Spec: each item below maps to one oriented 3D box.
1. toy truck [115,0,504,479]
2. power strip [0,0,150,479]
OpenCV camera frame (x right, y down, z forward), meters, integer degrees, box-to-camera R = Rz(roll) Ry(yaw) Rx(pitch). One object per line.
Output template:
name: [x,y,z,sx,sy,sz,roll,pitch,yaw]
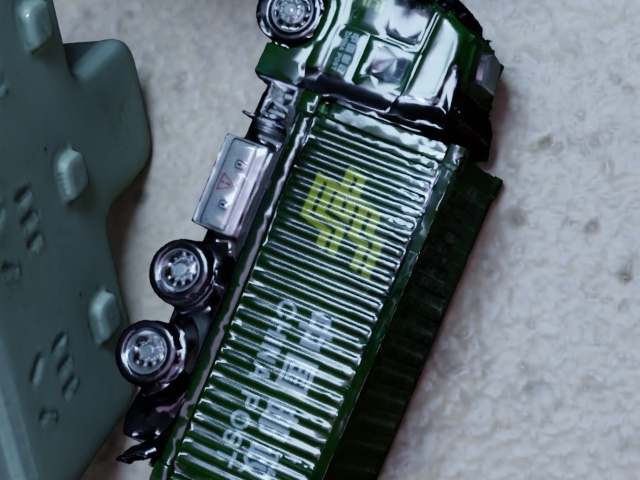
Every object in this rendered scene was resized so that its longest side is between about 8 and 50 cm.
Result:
toy truck: [0.000,0.000,0.897,0.121,0.088,0.259,22,89,21]
power strip: [-0.136,-0.029,0.893,0.059,0.194,0.265,-1,117,19]
